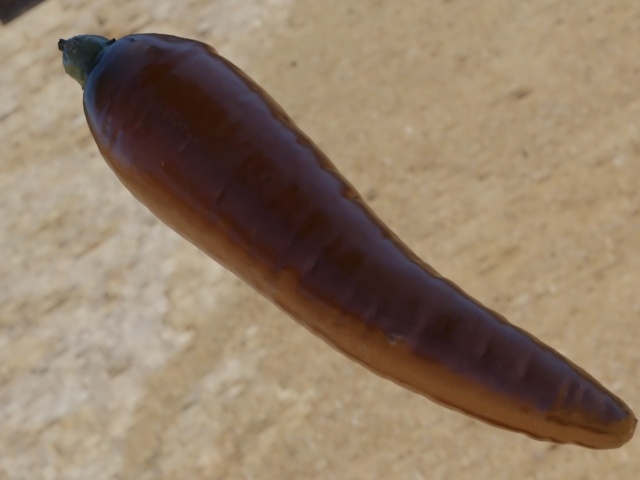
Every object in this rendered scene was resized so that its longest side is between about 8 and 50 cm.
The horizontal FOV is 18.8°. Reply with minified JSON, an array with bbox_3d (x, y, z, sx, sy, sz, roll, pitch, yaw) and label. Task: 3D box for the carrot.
[{"bbox_3d":[0.000,0.000,0.380,0.142,0.035,0.035,39,67,20],"label":"carrot"}]
